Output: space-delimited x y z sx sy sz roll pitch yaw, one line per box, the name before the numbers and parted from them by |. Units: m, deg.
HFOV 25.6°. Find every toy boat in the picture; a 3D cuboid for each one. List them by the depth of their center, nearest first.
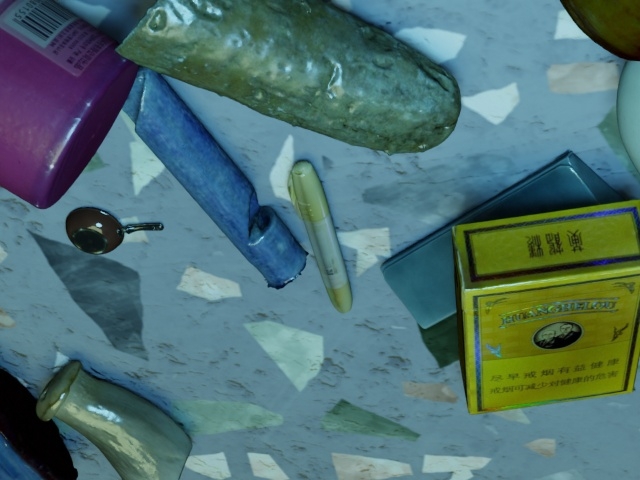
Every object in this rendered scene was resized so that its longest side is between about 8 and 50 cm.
toy boat | -0.434 0.257 1.818 0.143 0.129 0.309 -23 128 11

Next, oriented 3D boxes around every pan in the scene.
pan | -0.234 -0.008 1.585 0.115 0.023 0.068 -2 135 12

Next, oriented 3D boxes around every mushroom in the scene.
mushroom | -0.250 0.246 1.807 0.108 0.096 0.247 -28 121 33

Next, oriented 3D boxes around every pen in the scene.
pen | 0.000 0.000 1.552 0.040 0.032 0.233 16 142 28

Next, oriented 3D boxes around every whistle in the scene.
whistle | -0.116 -0.065 1.479 0.062 0.062 0.304 -18 130 26

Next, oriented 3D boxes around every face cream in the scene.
face cream | -0.294 -0.149 1.316 0.195 0.175 0.175 32 134 -1

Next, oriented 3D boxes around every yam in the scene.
yam | -0.017 -0.170 1.308 0.330 0.133 0.133 21 136 -18

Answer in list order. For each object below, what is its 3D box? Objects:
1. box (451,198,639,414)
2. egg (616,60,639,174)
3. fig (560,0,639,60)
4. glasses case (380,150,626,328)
box | 0.242 0.079 1.486 0.193 0.084 0.301 -9 149 2
egg | 0.353 -0.108 1.291 0.151 0.151 0.209 -22 128 29
fig | 0.248 -0.291 1.140 0.191 0.191 0.290 -28 90 33
glasses case | 0.193 0.009 1.511 0.105 0.056 0.266 36 130 -27
